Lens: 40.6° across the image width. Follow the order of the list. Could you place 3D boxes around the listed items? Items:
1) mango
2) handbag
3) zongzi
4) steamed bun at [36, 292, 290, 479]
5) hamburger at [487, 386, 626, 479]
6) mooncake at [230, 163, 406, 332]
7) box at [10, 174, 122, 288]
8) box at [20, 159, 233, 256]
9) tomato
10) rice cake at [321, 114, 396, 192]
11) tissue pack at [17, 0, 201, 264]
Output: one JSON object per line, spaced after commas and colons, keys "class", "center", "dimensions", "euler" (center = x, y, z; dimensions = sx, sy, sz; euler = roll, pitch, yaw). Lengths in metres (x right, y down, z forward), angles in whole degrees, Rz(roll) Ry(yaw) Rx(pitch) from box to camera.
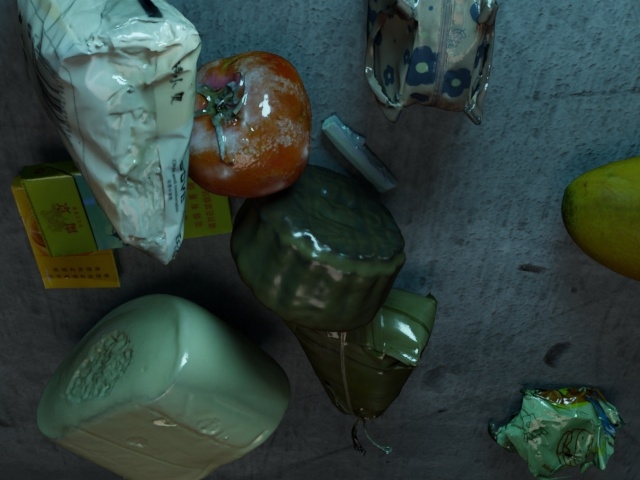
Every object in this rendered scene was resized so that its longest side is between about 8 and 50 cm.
{"class": "mango", "center": [0.590, -0.039, 1.417], "dimensions": [0.378, 0.221, 0.264], "euler": [2, 141, 16]}
{"class": "handbag", "center": [0.156, -0.292, 1.193], "dimensions": [0.190, 0.193, 0.252], "euler": [-1, 136, -1]}
{"class": "zongzi", "center": [0.008, 0.225, 1.764], "dimensions": [0.418, 0.181, 0.447], "euler": [21, 138, 3]}
{"class": "steamed bun", "center": [-0.308, 0.300, 1.758], "dimensions": [0.455, 0.290, 0.371], "euler": [-25, 135, 28]}
{"class": "hamburger", "center": [0.536, 0.453, 1.960], "dimensions": [0.260, 0.150, 0.276], "euler": [15, 135, -10]}
{"class": "mooncake", "center": [0.000, 0.000, 1.439], "dimensions": [0.290, 0.290, 0.161], "euler": [18, 126, -15]}
{"class": "box", "center": [-0.467, -0.012, 1.614], "dimensions": [0.152, 0.043, 0.269], "euler": [-1, 135, -3]}
{"class": "box", "center": [-0.329, -0.070, 1.512], "dimensions": [0.334, 0.047, 0.187], "euler": [-7, 136, -3]}
{"class": "tomato", "center": [-0.115, -0.167, 1.320], "dimensions": [0.232, 0.232, 0.188], "euler": [-19, 150, 21]}
{"class": "rice cake", "center": [0.069, -0.145, 1.462], "dimensions": [0.042, 0.030, 0.180], "euler": [-24, 130, 32]}
{"class": "tissue pack", "center": [-0.298, -0.204, 1.207], "dimensions": [0.195, 0.390, 0.376], "euler": [-18, 140, -24]}
